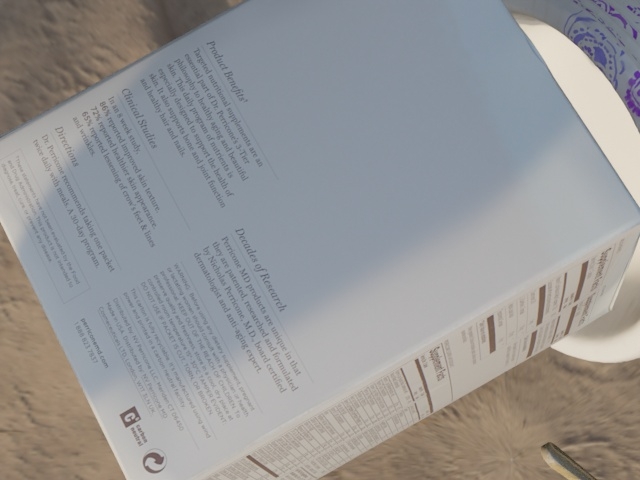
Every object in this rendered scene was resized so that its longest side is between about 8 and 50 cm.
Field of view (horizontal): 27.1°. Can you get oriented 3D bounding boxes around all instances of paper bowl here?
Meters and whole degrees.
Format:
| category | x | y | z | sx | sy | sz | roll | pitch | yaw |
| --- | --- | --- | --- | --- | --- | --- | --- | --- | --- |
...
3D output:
| category | x | y | z | sx | sy | sz | roll | pitch | yaw |
| --- | --- | --- | --- | --- | --- | --- | --- | --- | --- |
| paper bowl | 0.204 | -0.068 | 0.946 | 0.148 | 0.284 | 0.284 | -24 | 77 | -24 |

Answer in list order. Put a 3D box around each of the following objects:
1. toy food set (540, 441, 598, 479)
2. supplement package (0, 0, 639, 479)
| category | x | y | z | sx | sy | sz | roll | pitch | yaw |
| --- | --- | --- | --- | --- | --- | --- | --- | --- | --- |
| toy food set | 0.090 | 0.110 | 0.356 | 0.019 | 0.122 | 0.078 | -36 | 120 | 27 |
| supplement package | 0.000 | 0.000 | 0.706 | 0.262 | 0.198 | 0.199 | -29 | 73 | -1 |
